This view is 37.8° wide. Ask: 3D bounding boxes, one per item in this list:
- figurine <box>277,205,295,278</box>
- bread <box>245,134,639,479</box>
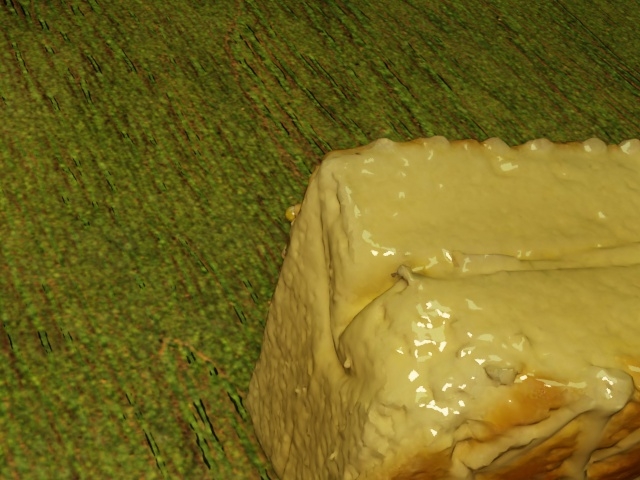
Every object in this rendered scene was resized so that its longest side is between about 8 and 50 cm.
[{"bbox_3d":[0.004,0.003,1.141,0.101,0.068,0.143,7,53,-2],"label":"figurine"},{"bbox_3d":[0.155,0.118,0.823,0.371,0.390,0.279,-1,51,-19],"label":"bread"}]
